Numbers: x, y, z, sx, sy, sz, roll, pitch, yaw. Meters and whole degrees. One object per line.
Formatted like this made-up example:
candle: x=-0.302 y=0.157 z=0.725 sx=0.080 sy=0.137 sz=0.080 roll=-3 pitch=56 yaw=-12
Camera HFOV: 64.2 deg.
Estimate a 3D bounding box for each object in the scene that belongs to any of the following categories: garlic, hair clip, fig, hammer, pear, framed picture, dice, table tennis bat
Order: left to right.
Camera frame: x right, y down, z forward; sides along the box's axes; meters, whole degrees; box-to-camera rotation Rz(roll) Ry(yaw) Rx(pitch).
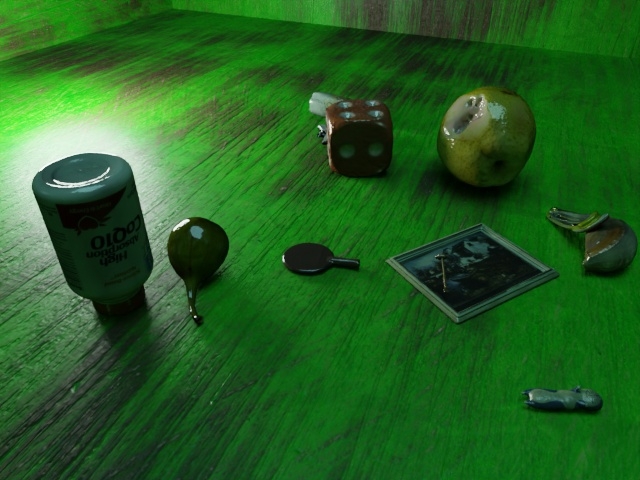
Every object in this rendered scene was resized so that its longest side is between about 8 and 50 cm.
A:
fig: x=-0.245 y=0.064 z=1.017 sx=0.125 sy=0.124 sz=0.236 roll=-3 pitch=60 yaw=-6
table tennis bat: x=0.000 y=0.000 z=1.076 sx=0.170 sy=0.119 sz=0.107 roll=7 pitch=36 yaw=11
dice: x=0.104 y=-0.291 z=1.441 sx=0.180 sy=0.174 sz=0.173 roll=-1 pitch=36 yaw=-4
hammer: x=0.252 y=0.066 z=1.043 sx=0.029 sy=0.014 sz=0.122 roll=-2 pitch=35 yaw=10
framed picture: x=0.324 y=0.053 z=1.093 sx=0.297 sy=0.019 sz=0.232 roll=-19 pitch=40 yaw=-26
pear: x=0.441 y=-0.269 z=1.356 sx=0.272 sy=0.271 sz=0.271 roll=1 pitch=35 yaw=0
hair clip: x=0.590 y=-0.048 z=1.187 sx=0.060 sy=0.033 sz=0.188 roll=-38 pitch=13 yaw=0
garlic: x=0.636 y=0.004 z=1.118 sx=0.102 sy=0.086 sz=0.195 roll=3 pitch=34 yaw=29

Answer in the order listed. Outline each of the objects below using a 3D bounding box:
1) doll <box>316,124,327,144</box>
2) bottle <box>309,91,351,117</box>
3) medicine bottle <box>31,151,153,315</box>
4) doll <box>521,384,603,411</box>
doll: x=0.097 y=-0.342 z=1.607 sx=0.220 sy=0.067 sz=0.091 roll=-6 pitch=55 yaw=-6
bottle: x=0.095 y=-0.444 z=1.741 sx=0.270 sy=0.083 sz=0.083 roll=17 pitch=38 yaw=15
medicine bottle: x=-0.392 y=0.000 z=0.917 sx=0.157 sy=0.288 sz=0.157 roll=0 pitch=36 yaw=0
doll: x=0.382 y=0.251 z=0.807 sx=0.125 sy=0.027 sz=0.037 roll=1 pitch=43 yaw=0
